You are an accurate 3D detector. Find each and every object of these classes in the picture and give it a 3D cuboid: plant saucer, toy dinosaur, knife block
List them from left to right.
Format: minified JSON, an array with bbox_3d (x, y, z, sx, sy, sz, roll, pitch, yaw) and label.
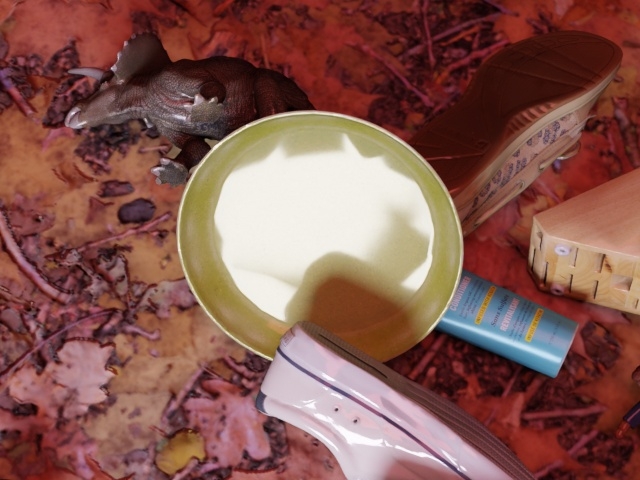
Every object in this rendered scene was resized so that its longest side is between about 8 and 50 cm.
[{"bbox_3d":[-0.071,-0.117,0.950,0.313,0.121,0.160,6,40,-13],"label":"toy dinosaur"},{"bbox_3d":[0.000,0.000,0.890,0.241,0.241,0.037,13,26,3],"label":"plant saucer"},{"bbox_3d":[0.348,-0.042,0.952,0.275,0.088,0.242,14,57,16],"label":"knife block"}]

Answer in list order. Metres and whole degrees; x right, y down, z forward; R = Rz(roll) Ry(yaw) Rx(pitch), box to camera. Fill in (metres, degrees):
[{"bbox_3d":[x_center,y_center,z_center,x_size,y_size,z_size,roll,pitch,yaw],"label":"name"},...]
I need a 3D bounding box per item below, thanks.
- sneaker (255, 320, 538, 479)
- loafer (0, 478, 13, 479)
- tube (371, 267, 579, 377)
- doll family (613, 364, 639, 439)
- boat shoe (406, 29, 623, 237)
[{"bbox_3d":[0.065,0.169,0.881,0.258,0.094,0.091,33,100,7],"label":"sneaker"},{"bbox_3d":[-0.272,0.293,0.816,0.080,0.078,0.220,1,70,-2],"label":"loafer"},{"bbox_3d":[0.123,0.056,0.939,0.207,0.052,0.080,23,58,13],"label":"tube"},{"bbox_3d":[0.348,0.144,0.895,0.193,0.076,0.111,-16,90,-13],"label":"doll family"},{"bbox_3d":[0.173,-0.099,0.977,0.285,0.089,0.104,-37,50,-24],"label":"boat shoe"}]
